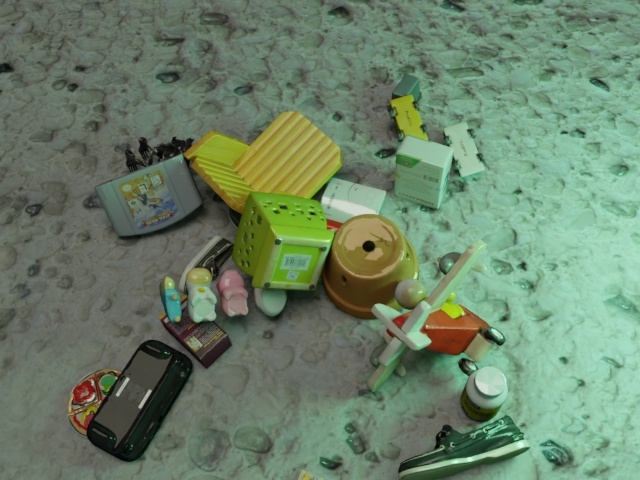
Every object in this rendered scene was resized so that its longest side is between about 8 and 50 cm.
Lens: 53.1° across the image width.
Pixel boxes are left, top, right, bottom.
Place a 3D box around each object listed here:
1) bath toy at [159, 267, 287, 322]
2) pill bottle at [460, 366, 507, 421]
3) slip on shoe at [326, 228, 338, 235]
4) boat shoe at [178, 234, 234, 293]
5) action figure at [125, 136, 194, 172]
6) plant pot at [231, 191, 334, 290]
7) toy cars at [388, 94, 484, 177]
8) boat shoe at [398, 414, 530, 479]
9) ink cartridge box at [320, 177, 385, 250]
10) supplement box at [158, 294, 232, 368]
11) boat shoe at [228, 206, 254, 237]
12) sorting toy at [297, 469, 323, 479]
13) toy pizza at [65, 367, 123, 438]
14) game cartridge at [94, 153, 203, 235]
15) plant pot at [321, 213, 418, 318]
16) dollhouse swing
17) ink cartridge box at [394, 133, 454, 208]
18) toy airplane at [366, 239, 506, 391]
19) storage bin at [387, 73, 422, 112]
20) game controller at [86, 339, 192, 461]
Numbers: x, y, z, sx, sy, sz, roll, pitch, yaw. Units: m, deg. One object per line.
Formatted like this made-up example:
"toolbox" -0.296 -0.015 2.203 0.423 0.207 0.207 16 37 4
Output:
"bath toy" -0.269 0.150 1.808 0.348 0.129 0.151 0 95 -23
"pill bottle" 0.417 0.387 1.628 0.103 0.184 0.103 -2 58 3
"slip on shoe" 0.000 0.000 1.951 0.135 0.051 0.041 -19 74 28
"boat shoe" -0.342 0.077 1.937 0.070 0.077 0.219 25 62 19
"action figure" -0.507 -0.268 2.124 0.276 0.141 0.164 9 52 31
"plant pot" -0.099 0.015 1.796 0.228 0.227 0.207 6 27 -26
"toy cars" 0.383 -0.338 2.135 0.394 0.087 0.176 32 78 17
"boat shoe" 0.344 0.510 1.594 0.340 0.127 0.113 -13 58 -6
"ink cartridge box" 0.083 -0.077 2.014 0.189 0.066 0.232 16 57 14
"supplement box" -0.355 0.259 1.824 0.188 0.080 0.104 38 68 24
"boat shoe" -0.209 -0.051 2.009 0.228 0.068 0.081 39 69 24
"sorting toy" -0.035 0.629 1.615 0.062 0.012 0.083 18 61 14
"toy pizza" -0.602 0.443 1.760 0.201 0.032 0.201 -2 58 3
"game cartridge" -0.533 -0.131 2.014 0.297 0.062 0.198 -21 102 3
"plant pot" 0.137 0.055 1.824 0.291 0.203 0.290 -3 64 5
"dollhouse swing" -0.161 -0.258 1.992 0.347 0.315 0.305 45 106 26
"ink cartridge box" 0.316 -0.209 1.984 0.154 0.212 0.093 19 59 16
"toy airplane" 0.263 0.199 1.650 0.386 0.384 0.272 -25 46 -11
"storage bin" 0.302 -0.508 2.237 0.098 0.091 0.135 27 65 19
"game controller" -0.487 0.426 1.735 0.167 0.067 0.319 24 63 10
